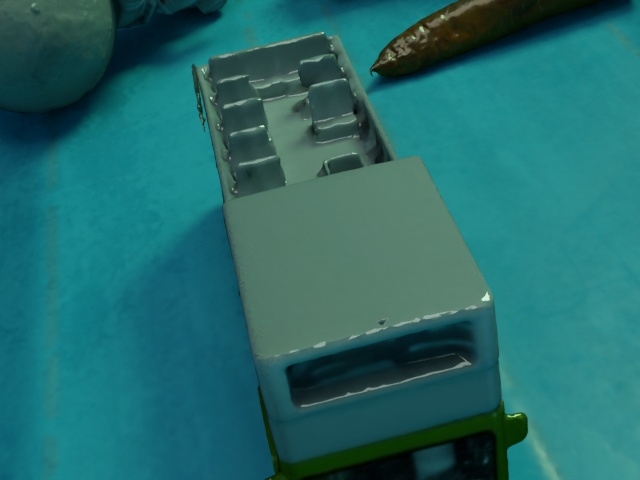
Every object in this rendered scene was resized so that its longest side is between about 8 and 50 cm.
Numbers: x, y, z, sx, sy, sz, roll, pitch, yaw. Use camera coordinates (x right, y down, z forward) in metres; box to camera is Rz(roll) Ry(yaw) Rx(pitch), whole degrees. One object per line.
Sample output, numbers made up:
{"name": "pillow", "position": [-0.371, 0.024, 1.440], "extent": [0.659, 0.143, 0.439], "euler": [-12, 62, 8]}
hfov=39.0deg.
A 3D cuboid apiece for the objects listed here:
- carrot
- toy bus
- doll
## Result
{"name": "carrot", "position": [0.134, -0.174, 0.687], "extent": [0.224, 0.057, 0.057], "euler": [-26, 43, -6]}
{"name": "toy bus", "position": [0.000, 0.000, 0.452], "extent": [0.113, 0.139, 0.302], "euler": [-14, 40, -4]}
{"name": "doll", "position": [-0.175, -0.210, 0.740], "extent": [0.151, 0.151, 0.287], "euler": [23, 45, 33]}
